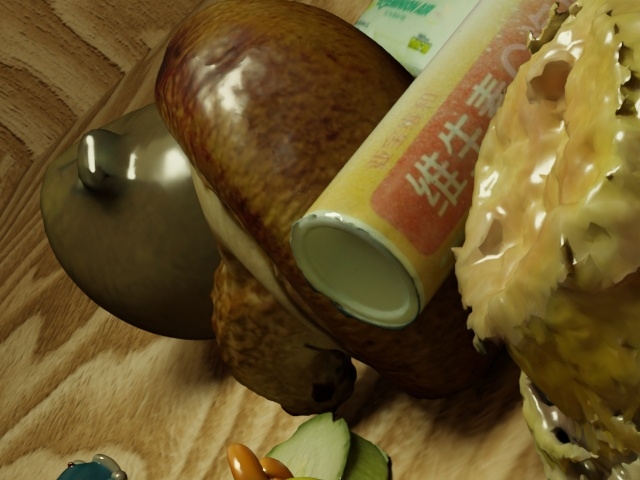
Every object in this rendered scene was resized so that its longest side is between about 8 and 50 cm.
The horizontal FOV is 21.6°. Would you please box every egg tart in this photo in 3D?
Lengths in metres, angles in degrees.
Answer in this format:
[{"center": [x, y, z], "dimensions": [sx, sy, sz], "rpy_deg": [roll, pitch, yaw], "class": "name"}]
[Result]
[{"center": [0.170, -0.024, 0.894], "dimensions": [0.352, 0.150, 0.352], "rpy_deg": [-164, 90, -80], "class": "egg tart"}]

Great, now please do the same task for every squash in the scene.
[{"center": [-0.033, 0.228, 1.233], "dimensions": [0.219, 0.041, 0.219], "rpy_deg": [-49, 15, 18], "class": "squash"}]

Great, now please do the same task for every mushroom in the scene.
[{"center": [0.000, 0.000, 1.226], "dimensions": [0.259, 0.345, 0.345], "rpy_deg": [-44, 17, 4], "class": "mushroom"}]

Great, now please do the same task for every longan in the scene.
[{"center": [-0.133, -0.025, 1.636], "dimensions": [0.300, 0.300, 0.243], "rpy_deg": [-29, 55, 50], "class": "longan"}]

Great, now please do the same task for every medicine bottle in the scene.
[{"center": [0.136, -0.120, 1.086], "dimensions": [0.426, 0.108, 0.108], "rpy_deg": [-52, 16, -30], "class": "medicine bottle"}]

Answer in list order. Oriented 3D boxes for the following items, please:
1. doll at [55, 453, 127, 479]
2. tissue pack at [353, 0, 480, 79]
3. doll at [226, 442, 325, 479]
[{"center": [-0.250, 0.270, 1.623], "dimensions": [0.114, 0.085, 0.152], "rpy_deg": [-23, 19, 35], "class": "doll"}, {"center": [0.219, -0.259, 1.440], "dimensions": [0.388, 0.162, 0.287], "rpy_deg": [-49, 19, 0], "class": "tissue pack"}, {"center": [0.011, 0.197, 1.017], "dimensions": [0.135, 0.143, 0.221], "rpy_deg": [-50, 23, 5], "class": "doll"}]
